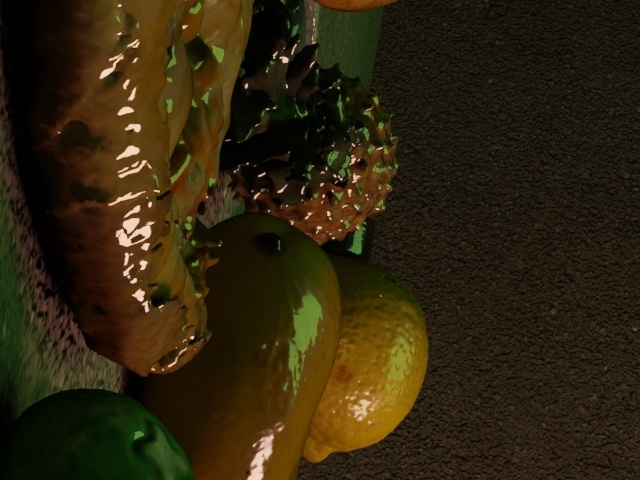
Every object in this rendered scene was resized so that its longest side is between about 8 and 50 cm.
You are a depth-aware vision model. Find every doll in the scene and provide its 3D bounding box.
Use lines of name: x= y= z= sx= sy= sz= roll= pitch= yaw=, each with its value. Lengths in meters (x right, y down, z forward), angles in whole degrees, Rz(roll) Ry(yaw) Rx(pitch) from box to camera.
doll: x=-0.046 y=-0.218 z=1.447 sx=0.165 sy=0.057 sz=0.139 roll=104 pitch=-7 yaw=-75

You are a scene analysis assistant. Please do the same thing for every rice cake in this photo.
rice cake: x=-0.011 y=-0.298 z=1.937 sx=0.043 sy=0.034 sz=0.210 roll=-81 pitch=178 yaw=-61

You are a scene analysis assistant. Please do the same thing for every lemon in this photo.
lemon: x=0.021 y=0.145 z=2.082 sx=0.228 sy=0.228 sz=0.253 roll=92 pitch=10 yaw=-62

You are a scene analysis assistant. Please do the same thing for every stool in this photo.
stool: x=0.000 y=0.000 z=2.213 sx=0.217 sy=0.125 sz=0.121 roll=63 pitch=37 yaw=-68

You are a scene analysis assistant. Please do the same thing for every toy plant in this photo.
toy plant: x=-0.102 y=0.203 z=0.865 sx=0.218 sy=0.175 sz=0.235 roll=109 pitch=-36 yaw=-69

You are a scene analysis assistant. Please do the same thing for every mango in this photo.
mango: x=-0.068 y=0.129 z=1.275 sx=0.195 sy=0.142 sz=0.331 roll=-65 pitch=167 yaw=-61

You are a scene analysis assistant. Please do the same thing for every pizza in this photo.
pizza: x=-0.087 y=-0.075 z=0.950 sx=0.435 sy=0.080 sz=0.391 roll=-71 pitch=170 yaw=-60

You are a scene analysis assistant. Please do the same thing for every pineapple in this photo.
pineapple: x=-0.019 y=-0.089 z=1.408 sx=0.340 sy=0.169 sz=0.169 roll=55 pitch=44 yaw=-80

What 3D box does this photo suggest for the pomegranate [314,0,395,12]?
pomegranate: x=0.038 y=-0.322 z=1.642 sx=0.196 sy=0.196 sz=0.196 roll=9 pitch=90 yaw=-86

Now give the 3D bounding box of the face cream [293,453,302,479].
face cream: x=-0.071 y=0.216 z=1.725 sx=0.348 sy=0.105 sz=0.105 roll=-70 pitch=168 yaw=-75

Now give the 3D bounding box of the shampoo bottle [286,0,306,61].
shampoo bottle: x=-0.042 y=-0.157 z=1.660 sx=0.233 sy=0.049 sz=0.087 roll=94 pitch=8 yaw=-53
